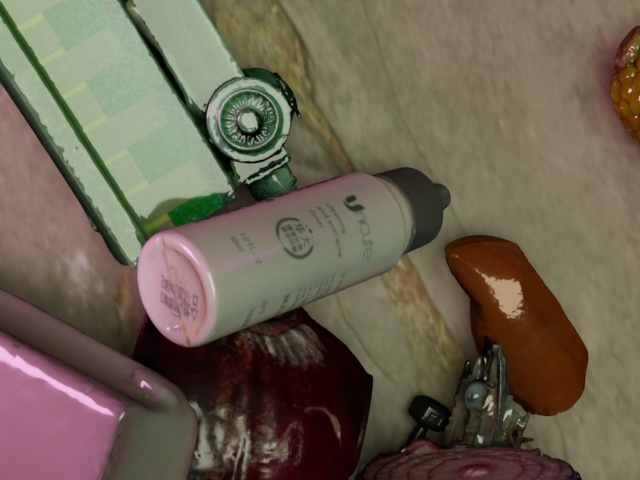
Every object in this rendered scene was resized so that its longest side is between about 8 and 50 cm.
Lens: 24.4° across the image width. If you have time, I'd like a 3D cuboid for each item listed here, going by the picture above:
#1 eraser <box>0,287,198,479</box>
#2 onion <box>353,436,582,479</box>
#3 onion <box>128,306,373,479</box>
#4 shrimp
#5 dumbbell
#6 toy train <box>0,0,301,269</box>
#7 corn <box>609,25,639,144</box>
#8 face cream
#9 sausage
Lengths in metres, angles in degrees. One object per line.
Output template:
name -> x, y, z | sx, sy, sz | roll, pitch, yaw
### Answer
eraser -> -0.283, 0.168, 1.100 | 0.359, 0.122, 0.272 | 21, 97, 27
onion -> 0.096, 0.240, 1.127 | 0.195, 0.218, 0.139 | 11, 105, 28
onion -> -0.068, 0.154, 1.188 | 0.206, 0.207, 0.216 | 14, 100, -6
shrimp -> 0.171, 0.232, 1.275 | 0.164, 0.062, 0.316 | -3, 111, -8
dumbbell -> 0.081, 0.177, 1.292 | 0.036, 0.040, 0.083 | 29, 92, -40
toy train -> -0.147, -0.137, 1.184 | 0.202, 0.120, 0.300 | -32, 100, -1
corn -> 0.389, -0.052, 1.271 | 0.363, 0.120, 0.120 | 40, 90, -12
face cream -> 0.000, 0.000, 1.176 | 0.311, 0.092, 0.092 | -18, 101, -43
sausage -> 0.168, 0.068, 1.268 | 0.089, 0.089, 0.179 | -31, 105, -4
